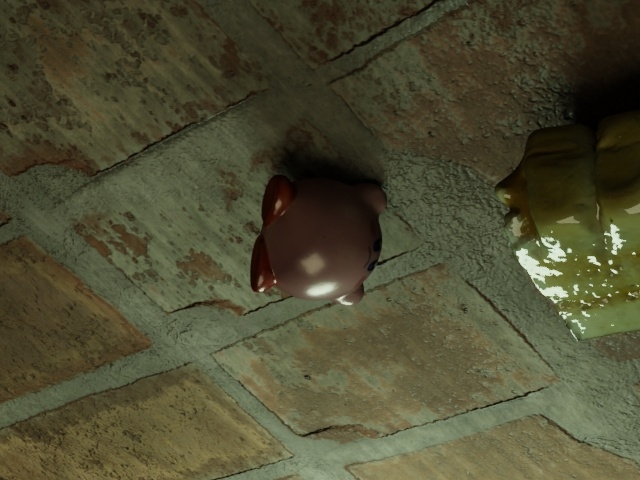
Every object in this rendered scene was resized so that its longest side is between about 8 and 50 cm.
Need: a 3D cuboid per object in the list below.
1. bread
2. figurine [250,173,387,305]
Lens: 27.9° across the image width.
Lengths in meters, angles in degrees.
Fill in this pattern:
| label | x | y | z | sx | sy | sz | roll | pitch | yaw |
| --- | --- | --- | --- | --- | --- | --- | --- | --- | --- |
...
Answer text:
| label | x | y | z | sx | sy | sz | roll | pitch | yaw |
| --- | --- | --- | --- | --- | --- | --- | --- | --- | --- |
| bread | 0.400 | -0.045 | 1.490 | 0.341 | 0.210 | 0.300 | -16 | 140 | 33 |
| figurine | 0.000 | 0.000 | 1.723 | 0.173 | 0.173 | 0.173 | 11 | 138 | 10 |
